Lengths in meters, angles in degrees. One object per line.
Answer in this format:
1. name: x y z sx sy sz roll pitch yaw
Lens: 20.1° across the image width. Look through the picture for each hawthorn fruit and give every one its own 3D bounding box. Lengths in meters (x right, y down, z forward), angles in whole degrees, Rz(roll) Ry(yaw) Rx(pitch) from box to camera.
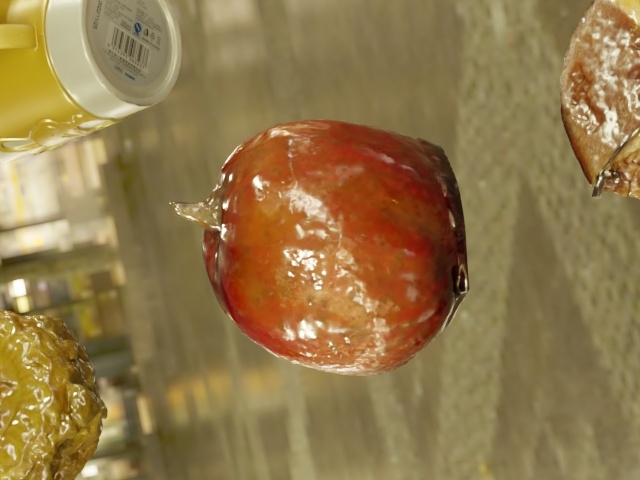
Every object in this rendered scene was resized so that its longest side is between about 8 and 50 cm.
1. hawthorn fruit: 0.000 0.000 1.465 0.215 0.250 0.215 -163 90 -75

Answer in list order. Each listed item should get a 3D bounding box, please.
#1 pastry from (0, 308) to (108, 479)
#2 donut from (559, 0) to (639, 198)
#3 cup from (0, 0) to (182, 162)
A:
1. pastry: -0.336 0.186 1.896 0.132 0.235 0.240 61 -132 -62
2. donut: 0.260 -0.136 1.254 0.217 0.085 0.141 -49 39 23
3. cup: -0.284 -0.184 1.792 0.241 0.226 0.185 -1 -97 -54
